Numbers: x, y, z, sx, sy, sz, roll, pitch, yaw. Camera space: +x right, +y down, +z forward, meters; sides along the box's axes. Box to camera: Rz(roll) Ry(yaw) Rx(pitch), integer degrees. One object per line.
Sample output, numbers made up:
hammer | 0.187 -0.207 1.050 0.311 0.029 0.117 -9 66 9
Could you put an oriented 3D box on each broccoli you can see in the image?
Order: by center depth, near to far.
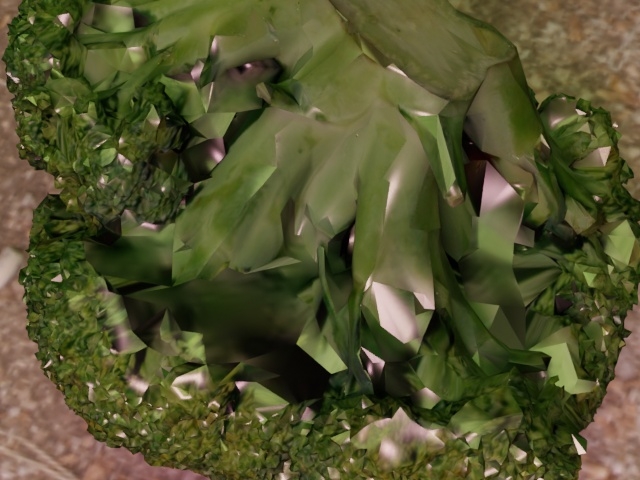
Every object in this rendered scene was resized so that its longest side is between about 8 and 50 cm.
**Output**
broccoli | 0.007 -0.002 1.112 0.310 0.321 0.413 -44 64 12
